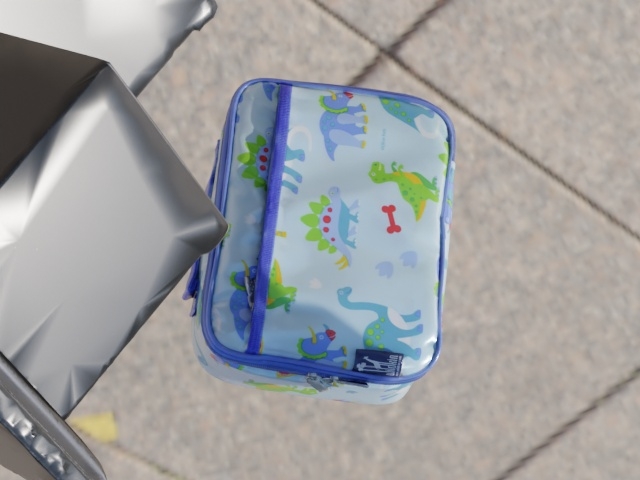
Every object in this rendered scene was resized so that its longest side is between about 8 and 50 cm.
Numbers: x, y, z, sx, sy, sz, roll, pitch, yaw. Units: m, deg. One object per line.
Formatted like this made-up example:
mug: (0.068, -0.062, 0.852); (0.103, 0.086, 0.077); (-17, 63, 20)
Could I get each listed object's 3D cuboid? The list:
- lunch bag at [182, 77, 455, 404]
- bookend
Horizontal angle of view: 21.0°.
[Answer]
lunch bag: (0.000, 0.000, 1.205); (0.176, 0.219, 0.090); (10, 161, -7)
bookend: (-0.076, -0.033, 0.451); (0.157, 0.156, 0.072); (-52, 133, -20)
